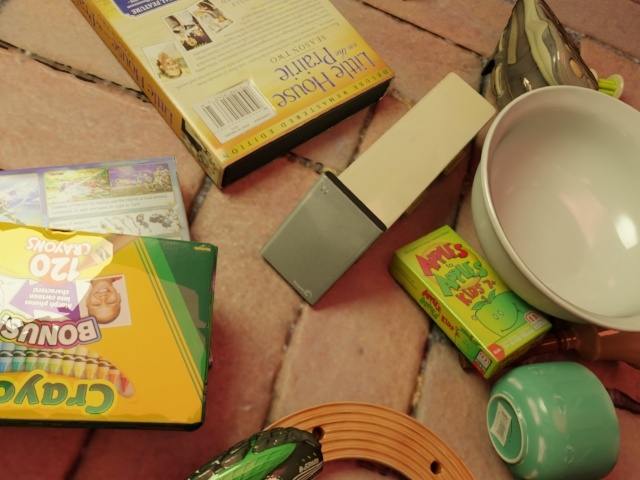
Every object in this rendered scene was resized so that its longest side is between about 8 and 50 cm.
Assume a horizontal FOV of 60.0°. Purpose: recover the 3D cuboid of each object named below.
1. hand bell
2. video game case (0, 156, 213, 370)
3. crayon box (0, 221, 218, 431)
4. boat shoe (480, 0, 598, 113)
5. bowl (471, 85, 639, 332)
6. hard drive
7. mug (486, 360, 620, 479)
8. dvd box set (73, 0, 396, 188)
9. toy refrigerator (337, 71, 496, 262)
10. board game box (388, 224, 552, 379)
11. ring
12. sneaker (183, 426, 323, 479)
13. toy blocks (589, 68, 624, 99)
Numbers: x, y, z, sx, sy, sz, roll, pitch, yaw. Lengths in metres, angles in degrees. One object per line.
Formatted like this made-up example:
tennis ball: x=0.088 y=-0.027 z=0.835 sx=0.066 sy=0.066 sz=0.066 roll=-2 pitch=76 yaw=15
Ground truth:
hand bell: x=0.292 y=0.127 z=0.697 sx=0.241 sy=0.126 sz=0.126 roll=-10 pitch=70 yaw=-8
video game case: x=-0.269 y=0.042 z=0.579 sx=0.269 sy=0.061 sz=0.245 roll=-8 pitch=71 yaw=-20
crayon box: x=-0.239 y=0.078 z=0.492 sx=0.278 sy=0.081 sz=0.166 roll=6 pitch=66 yaw=-14
boat shoe: x=0.303 y=-0.273 z=0.829 sx=0.132 sy=0.130 sz=0.355 roll=46 pitch=33 yaw=-14
bowl: x=0.298 y=-0.025 z=0.668 sx=0.297 sy=0.134 sz=0.298 roll=5 pitch=69 yaw=-13
hard drive: x=0.000 y=0.000 z=0.643 sx=0.094 sy=0.135 sz=0.022 roll=45 pitch=30 yaw=6
mug: x=0.249 y=0.217 z=0.616 sx=0.097 sy=0.129 sz=0.158 roll=-1 pitch=68 yaw=-14
dvd box set: x=-0.137 y=-0.308 z=0.774 sx=0.307 sy=0.062 sz=0.420 roll=-35 pitch=80 yaw=-27
toy refrigerator: x=0.116 y=-0.098 z=0.733 sx=0.094 sy=0.102 sz=0.269 roll=42 pitch=62 yaw=5
board game box: x=0.177 y=0.068 z=0.676 sx=0.092 sy=0.043 sz=0.181 roll=-25 pitch=56 yaw=-24
ring: x=0.033 y=0.337 z=0.556 sx=0.336 sy=0.032 sz=0.337 roll=6 pitch=64 yaw=-14
sneaker: x=-0.109 y=0.302 z=0.453 sx=0.146 sy=0.134 sz=0.344 roll=38 pitch=80 yaw=9
toy blocks: x=0.426 y=-0.231 z=0.910 sx=0.148 sy=0.054 sz=0.123 roll=6 pitch=66 yaw=-13
